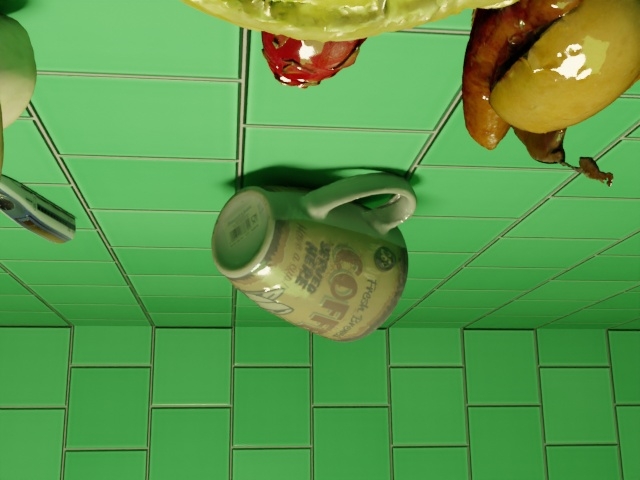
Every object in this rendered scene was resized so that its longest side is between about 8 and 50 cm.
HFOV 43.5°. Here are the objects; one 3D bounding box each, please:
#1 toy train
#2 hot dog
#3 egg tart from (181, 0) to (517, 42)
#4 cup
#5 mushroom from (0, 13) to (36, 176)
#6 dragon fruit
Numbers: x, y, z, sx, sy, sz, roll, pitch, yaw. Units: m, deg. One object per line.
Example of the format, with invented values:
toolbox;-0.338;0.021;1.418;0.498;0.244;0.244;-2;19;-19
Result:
toy train;-0.465;-0.049;1.258;0.055;0.048;0.252;-6;164;9
hot dog;0.175;-0.149;0.635;0.107;0.194;0.326;-4;153;-9
egg tart;0.028;-0.235;0.419;0.345;0.132;0.345;0;166;0
cup;0.000;0.000;1.206;0.301;0.227;0.257;-42;142;23
mushroom;-0.378;-0.089;0.580;0.353;0.325;0.353;-7;161;-2
dragon fruit;0.019;-0.204;0.669;0.190;0.094;0.094;-36;148;29
